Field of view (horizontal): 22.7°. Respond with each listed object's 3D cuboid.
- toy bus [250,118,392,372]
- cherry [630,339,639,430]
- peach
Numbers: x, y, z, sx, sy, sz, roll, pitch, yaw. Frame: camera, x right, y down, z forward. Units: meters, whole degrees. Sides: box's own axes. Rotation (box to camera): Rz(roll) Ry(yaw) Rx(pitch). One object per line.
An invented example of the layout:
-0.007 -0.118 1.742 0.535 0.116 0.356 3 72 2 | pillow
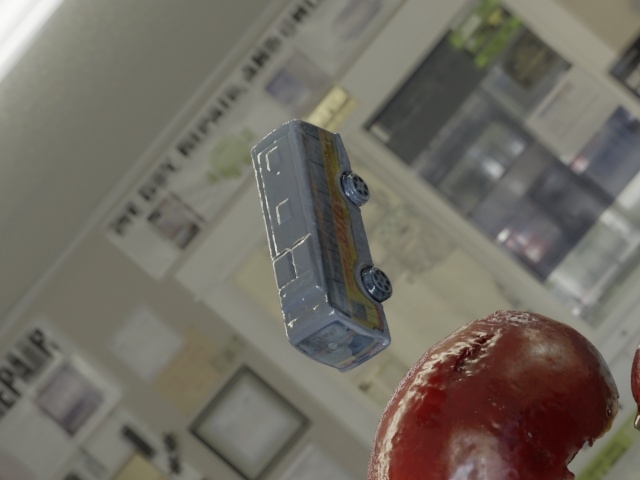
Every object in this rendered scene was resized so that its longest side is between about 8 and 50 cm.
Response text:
0.000 0.000 1.195 0.064 0.190 0.075 -33 -38 30 | toy bus
0.256 0.131 1.110 0.107 0.090 0.225 36 -115 -69 | cherry
0.116 0.165 1.241 0.267 0.154 0.159 -50 -7 -23 | peach
